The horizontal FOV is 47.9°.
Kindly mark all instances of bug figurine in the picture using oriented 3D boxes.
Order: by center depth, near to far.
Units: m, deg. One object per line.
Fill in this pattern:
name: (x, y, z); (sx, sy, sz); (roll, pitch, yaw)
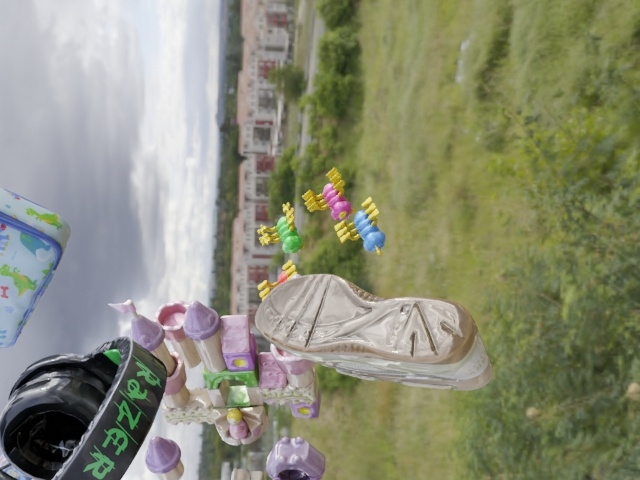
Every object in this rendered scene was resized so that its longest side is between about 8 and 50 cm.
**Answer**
bug figurine: (0.000, 0.000, 1.322); (0.279, 0.072, 0.216); (-37, 51, 22)

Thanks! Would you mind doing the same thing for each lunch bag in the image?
lunch bag: (-0.463, 0.035, 0.983); (0.219, 0.176, 0.090); (-52, 22, 22)

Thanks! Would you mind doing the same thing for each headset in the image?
headset: (-0.279, 0.255, 0.760); (0.394, 0.185, 0.243); (-31, 26, 38)

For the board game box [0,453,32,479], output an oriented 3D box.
board game box: (-0.392, 0.291, 1.029); (0.035, 0.201, 0.136); (54, 180, -9)

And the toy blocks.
toy blocks: (-0.139, 0.187, 1.059); (0.309, 0.289, 0.260); (-85, -11, -47)

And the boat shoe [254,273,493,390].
boat shoe: (0.050, 0.112, 0.826); (0.098, 0.302, 0.109); (53, -126, -38)
